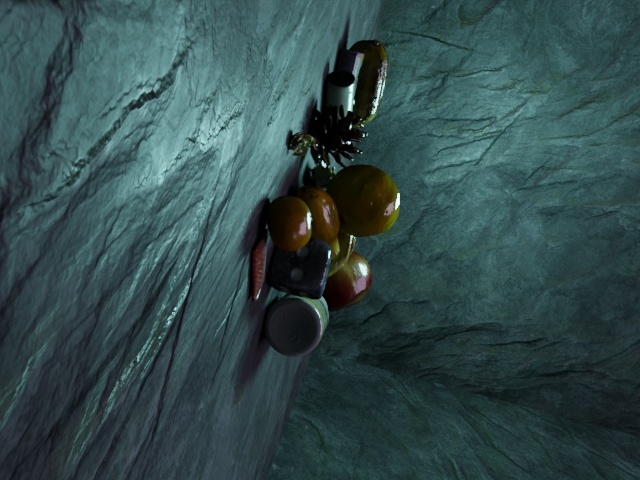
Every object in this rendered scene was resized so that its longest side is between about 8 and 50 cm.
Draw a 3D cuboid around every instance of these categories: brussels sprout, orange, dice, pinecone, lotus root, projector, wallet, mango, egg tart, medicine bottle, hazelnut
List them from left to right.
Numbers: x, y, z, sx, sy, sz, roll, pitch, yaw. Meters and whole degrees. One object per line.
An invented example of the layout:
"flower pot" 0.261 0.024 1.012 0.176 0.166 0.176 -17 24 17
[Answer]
"wallet" -0.172 0.071 1.500 0.103 0.020 0.196 -72 172 -50
"orange" -0.084 -0.049 1.478 0.156 0.124 0.156 -15 90 -88
"brussels sprout" -0.062 -0.288 1.572 0.085 0.058 0.085 -41 172 -7
"medicine bottle" -0.075 0.290 1.990 0.340 0.209 0.208 -23 127 -82
"dice" -0.063 0.090 1.779 0.182 0.182 0.183 82 21 -75
"mango" -0.017 -0.059 1.853 0.144 0.187 0.359 -41 153 -19
"egg tart" 0.000 0.000 2.107 0.319 0.128 0.318 -29 -128 44
"hazelnut" 0.083 0.183 2.643 0.409 0.360 0.358 -144 -113 -87
"pinecone" 0.059 -0.364 1.870 0.202 0.202 0.228 -144 -138 -82
"projector" 0.070 -0.481 2.047 0.337 0.108 0.108 93 12 -52
"orange" 0.146 -0.137 1.914 0.235 0.279 0.279 -50 162 -27
"lotus root" 0.175 -0.649 2.260 0.179 0.196 0.397 -61 163 -55

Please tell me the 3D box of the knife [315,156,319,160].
"knife" 0.002 -0.343 2.096 0.265 0.041 0.073 56 31 -82

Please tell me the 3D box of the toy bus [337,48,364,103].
"toy bus" 0.097 -0.616 2.132 0.112 0.090 0.273 -49 153 -66

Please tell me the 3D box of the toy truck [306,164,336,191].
"toy truck" 0.019 -0.226 2.114 0.286 0.137 0.111 63 20 -82
